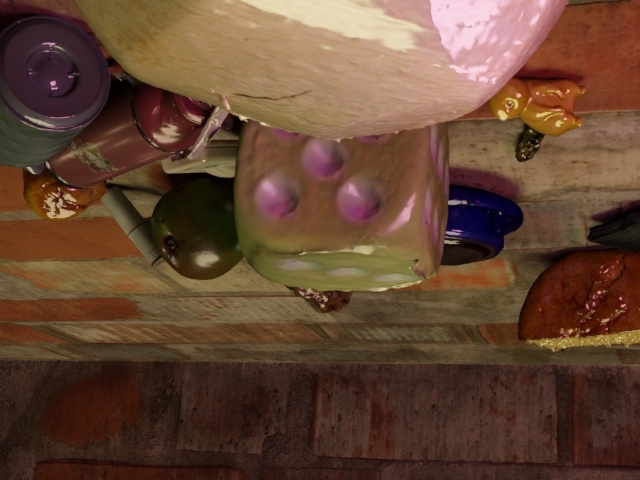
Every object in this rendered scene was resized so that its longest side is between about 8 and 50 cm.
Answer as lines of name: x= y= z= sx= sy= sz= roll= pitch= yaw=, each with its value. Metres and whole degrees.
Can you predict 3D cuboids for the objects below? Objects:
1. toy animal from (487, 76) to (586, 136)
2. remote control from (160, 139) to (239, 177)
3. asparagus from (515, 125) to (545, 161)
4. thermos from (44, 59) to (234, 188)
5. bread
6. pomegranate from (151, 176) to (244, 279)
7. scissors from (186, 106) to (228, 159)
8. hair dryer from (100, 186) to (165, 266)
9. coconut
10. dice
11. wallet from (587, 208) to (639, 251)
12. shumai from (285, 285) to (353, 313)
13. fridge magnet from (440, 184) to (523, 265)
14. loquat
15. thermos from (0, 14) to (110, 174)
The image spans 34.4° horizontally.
toy animal: x=0.247 y=-0.179 z=1.300 sx=0.159 sy=0.070 sz=0.083 roll=14 pitch=163 yaw=-19
remote control: x=-0.121 y=-0.117 z=1.490 sx=0.090 sy=0.049 sz=0.230 roll=-10 pitch=178 yaw=37
asparagus: x=0.301 y=-0.145 z=1.463 sx=0.036 sy=0.030 sz=0.165 roll=-7 pitch=164 yaw=-2
thermos: x=-0.249 y=-0.168 z=1.386 sx=0.330 sy=0.136 sz=0.109 roll=-14 pitch=-175 yaw=45
bread: x=0.567 y=0.115 z=2.053 sx=0.340 sy=0.179 sz=0.194 roll=-9 pitch=162 yaw=29
pomegranate: x=-0.181 y=-0.031 z=1.751 sx=0.209 sy=0.180 sz=0.180 roll=-31 pitch=-172 yaw=-38
scissors: x=-0.107 y=-0.176 z=1.245 sx=0.110 sy=0.021 sz=0.212 roll=14 pitch=122 yaw=-36
hair dryer: x=-0.282 y=-0.050 z=1.855 sx=0.183 sy=0.155 sz=0.044 roll=-33 pitch=172 yaw=-47
coconut: x=0.014 y=-0.232 z=0.680 sx=0.360 sy=0.347 sz=0.346 roll=16 pitch=160 yaw=-21
dice: x=0.035 y=-0.069 z=1.378 sx=0.249 sy=0.255 sz=0.252 roll=2 pitch=166 yaw=15
wallet: x=0.616 y=-0.036 z=1.755 sx=0.172 sy=0.045 sz=0.318 roll=10 pitch=162 yaw=-32
shumai: x=0.003 y=0.002 z=1.890 sx=0.185 sy=0.218 sz=0.184 roll=-44 pitch=152 yaw=13
fridge magnet: x=0.207 y=-0.027 z=1.739 sx=0.265 sy=0.113 sz=0.265 roll=2 pitch=166 yaw=1
loquat: x=-0.394 y=-0.095 z=1.600 sx=0.137 sy=0.137 sz=0.113 roll=0 pitch=137 yaw=11
thermos: x=-0.388 y=-0.177 z=1.307 sx=0.182 sy=0.145 sz=0.286 roll=44 pitch=150 yaw=-16
